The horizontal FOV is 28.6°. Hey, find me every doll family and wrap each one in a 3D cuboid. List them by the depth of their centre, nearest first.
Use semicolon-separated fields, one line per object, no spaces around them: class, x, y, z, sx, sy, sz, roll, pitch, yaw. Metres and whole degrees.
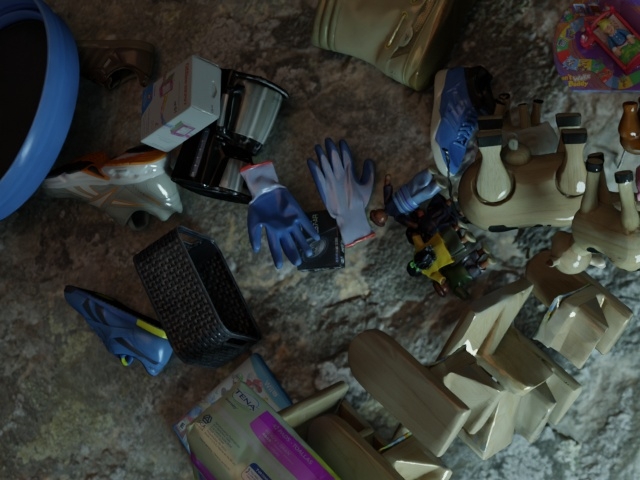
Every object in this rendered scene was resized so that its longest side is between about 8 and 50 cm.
doll family;0.143;-0.008;1.669;0.111;0.076;0.193;-37;61;25

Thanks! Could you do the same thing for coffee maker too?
coffee maker;-0.144;-0.151;1.817;0.171;0.120;0.178;12;83;51

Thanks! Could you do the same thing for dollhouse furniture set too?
dollhouse furniture set;0.106;0.186;1.501;0.256;0.362;0.394;42;128;24

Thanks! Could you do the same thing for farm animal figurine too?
farm animal figurine;0.306;-0.051;1.493;0.327;0.330;0.172;6;113;23

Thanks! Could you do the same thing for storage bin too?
storage bin;-0.173;0.081;1.764;0.084;0.122;0.180;-33;68;15

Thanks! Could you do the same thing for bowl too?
bowl;-0.522;-0.202;1.954;0.391;0.077;0.391;-16;64;36

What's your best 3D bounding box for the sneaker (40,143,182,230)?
sneaker;-0.316;-0.067;1.877;0.262;0.099;0.121;-2;114;40

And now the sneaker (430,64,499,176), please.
sneaker;0.197;-0.163;1.682;0.085;0.058;0.152;-6;70;32

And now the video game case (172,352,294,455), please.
video game case;-0.118;0.256;1.764;0.166;0.015;0.119;-42;66;11

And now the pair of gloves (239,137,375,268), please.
pair of gloves;-0.012;-0.054;1.733;0.198;0.023;0.159;-19;81;-6

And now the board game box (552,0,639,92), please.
board game box;0.381;-0.261;1.633;0.169;0.033;0.133;4;81;25

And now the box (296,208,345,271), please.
box;0.000;0.000;1.760;0.067;0.018;0.083;-6;77;23

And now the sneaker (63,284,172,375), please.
sneaker;-0.307;0.131;1.846;0.209;0.069;0.082;25;94;26

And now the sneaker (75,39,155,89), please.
sneaker;-0.345;-0.269;1.945;0.188;0.066;0.071;-1;80;25

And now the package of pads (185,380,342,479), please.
package of pads;-0.036;0.308;1.386;0.101;0.296;0.229;-40;70;-20

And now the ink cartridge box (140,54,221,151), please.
ink cartridge box;-0.196;-0.191;1.757;0.122;0.052;0.088;-27;54;40

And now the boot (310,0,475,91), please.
boot;0.113;-0.358;1.743;0.203;0.095;0.262;26;95;28
